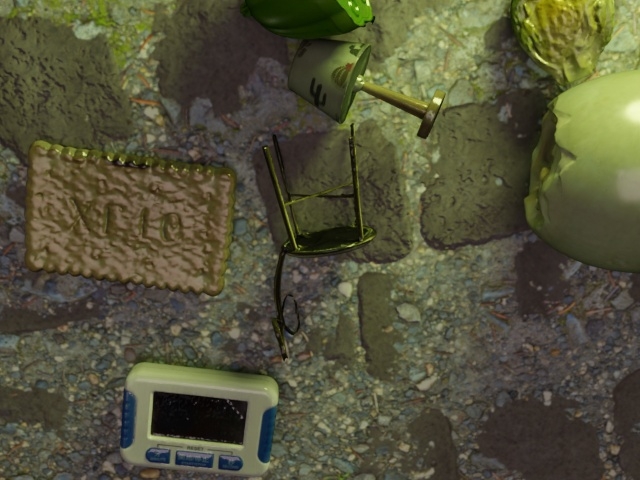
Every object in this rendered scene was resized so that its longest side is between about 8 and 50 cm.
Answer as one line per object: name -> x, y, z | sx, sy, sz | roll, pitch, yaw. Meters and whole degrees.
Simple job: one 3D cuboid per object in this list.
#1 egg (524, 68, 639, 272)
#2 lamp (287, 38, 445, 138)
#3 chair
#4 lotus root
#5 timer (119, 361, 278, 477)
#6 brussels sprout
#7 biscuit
egg -> 0.459, -0.092, 1.070 | 0.336, 0.278, 0.278 | 4, 108, 0
lamp -> 0.065, -0.215, 1.112 | 0.215, 0.121, 0.121 | 24, 107, 6
chair -> 0.000, 0.000, 1.174 | 0.170, 0.160, 0.325 | -7, 104, 4
lotus root -> -0.040, -0.344, 1.066 | 0.186, 0.186, 0.186 | 0, 108, 1
timer -> -0.202, 0.298, 1.311 | 0.254, 0.078, 0.178 | 8, 106, -3
brussels sprout -> 0.339, -0.315, 1.094 | 0.139, 0.100, 0.181 | -10, 109, 15
biscuit -> -0.299, -0.033, 1.220 | 0.325, 0.044, 0.217 | 7, 107, -2
